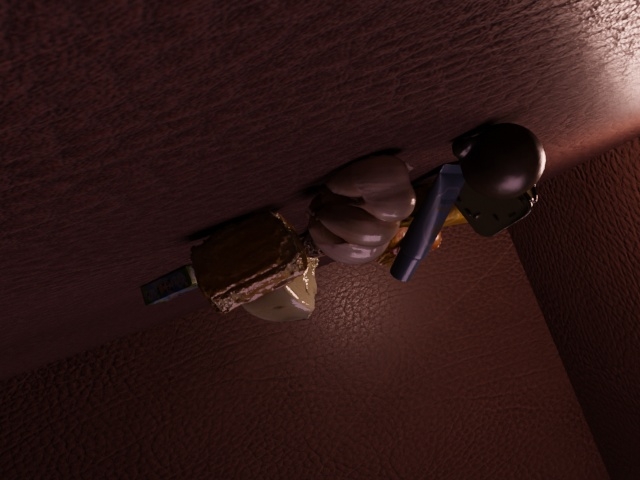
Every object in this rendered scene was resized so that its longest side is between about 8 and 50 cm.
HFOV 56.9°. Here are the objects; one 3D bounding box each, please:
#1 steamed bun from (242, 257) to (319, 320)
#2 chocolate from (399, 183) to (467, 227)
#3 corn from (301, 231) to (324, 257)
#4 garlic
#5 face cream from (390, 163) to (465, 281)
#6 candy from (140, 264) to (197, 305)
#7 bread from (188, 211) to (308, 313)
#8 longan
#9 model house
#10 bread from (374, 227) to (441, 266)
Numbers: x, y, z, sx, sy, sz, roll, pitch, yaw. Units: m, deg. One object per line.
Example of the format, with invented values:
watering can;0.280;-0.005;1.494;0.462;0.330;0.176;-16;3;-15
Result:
steamed bun;-0.141;0.171;2.085;0.290;0.272;0.273;-31;169;40
chocolate;0.362;-0.103;1.838;0.445;0.162;0.162;-13;171;-38
corn;0.000;0.000;1.845;0.098;0.098;0.290;-18;176;-22
garlic;0.070;-0.047;1.216;0.203;0.185;0.281;0;167;-24
face cream;0.307;-0.050;1.689;0.135;0.086;0.385;-4;129;-42
candy;-0.414;0.126;1.699;0.194;0.062;0.097;-23;173;28
bread;-0.156;0.041;1.270;0.245;0.174;0.121;-28;171;-8
longan;0.385;-0.178;1.289;0.204;0.159;0.185;17;151;-3
model house;0.541;-0.179;1.784;0.205;0.218;0.278;-37;-178;42
bread;0.334;-0.017;2.309;0.288;0.204;0.156;-13;176;-28
